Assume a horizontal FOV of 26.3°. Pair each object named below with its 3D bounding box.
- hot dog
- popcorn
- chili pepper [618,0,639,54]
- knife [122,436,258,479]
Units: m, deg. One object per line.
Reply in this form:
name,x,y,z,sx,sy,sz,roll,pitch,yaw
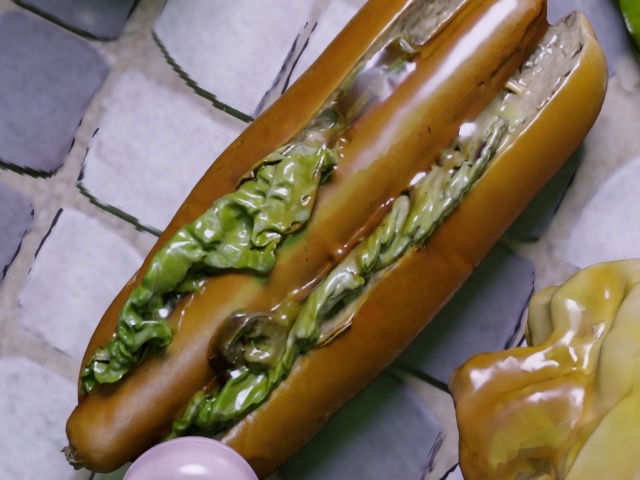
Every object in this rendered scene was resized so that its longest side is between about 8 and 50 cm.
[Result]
hot dog,0.000,0.000,0.678,0.135,0.100,0.337,43,93,5
popcorn,0.199,0.152,0.601,0.332,0.225,0.265,23,86,-5
chili pepper,0.209,-0.064,0.687,0.202,0.050,0.052,52,131,3
knife,-0.004,0.243,0.675,0.081,0.043,0.336,-23,106,3
